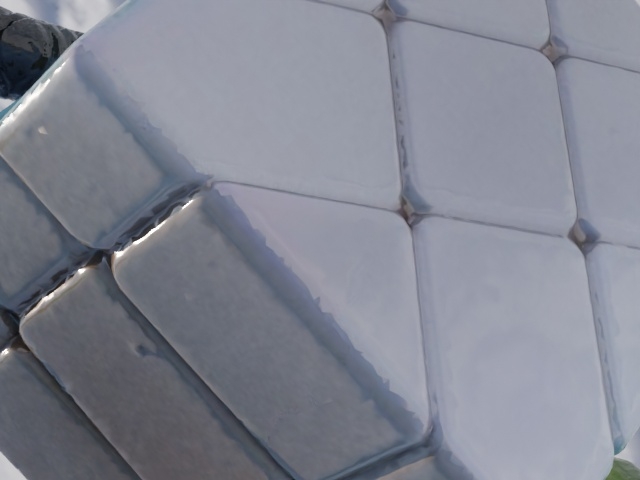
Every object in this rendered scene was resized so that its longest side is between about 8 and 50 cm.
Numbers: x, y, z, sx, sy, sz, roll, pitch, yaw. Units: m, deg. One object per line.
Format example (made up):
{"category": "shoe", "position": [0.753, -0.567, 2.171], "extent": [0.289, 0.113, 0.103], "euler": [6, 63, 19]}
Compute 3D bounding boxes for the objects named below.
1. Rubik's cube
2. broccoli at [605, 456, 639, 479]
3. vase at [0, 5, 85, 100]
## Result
{"category": "Rubik's cube", "position": [0.000, 0.000, 0.959], "extent": [0.319, 0.322, 0.316], "euler": [48, 142, -6]}
{"category": "broccoli", "position": [0.254, 0.229, 1.198], "extent": [0.304, 0.145, 0.165], "euler": [-137, 46, -59]}
{"category": "vase", "position": [-0.221, -0.135, 1.293], "extent": [0.237, 0.115, 0.115], "euler": [13, 164, -1]}
